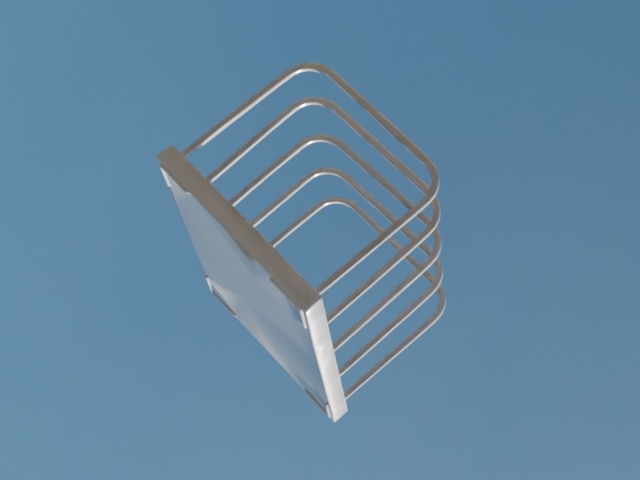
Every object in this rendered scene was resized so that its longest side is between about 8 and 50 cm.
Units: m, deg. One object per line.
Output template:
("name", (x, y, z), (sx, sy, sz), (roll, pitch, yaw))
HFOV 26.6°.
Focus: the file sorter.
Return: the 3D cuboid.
("file sorter", (0.000, 0.000, 1.226), (0.173, 0.277, 0.193), (-40, -113, -13))
